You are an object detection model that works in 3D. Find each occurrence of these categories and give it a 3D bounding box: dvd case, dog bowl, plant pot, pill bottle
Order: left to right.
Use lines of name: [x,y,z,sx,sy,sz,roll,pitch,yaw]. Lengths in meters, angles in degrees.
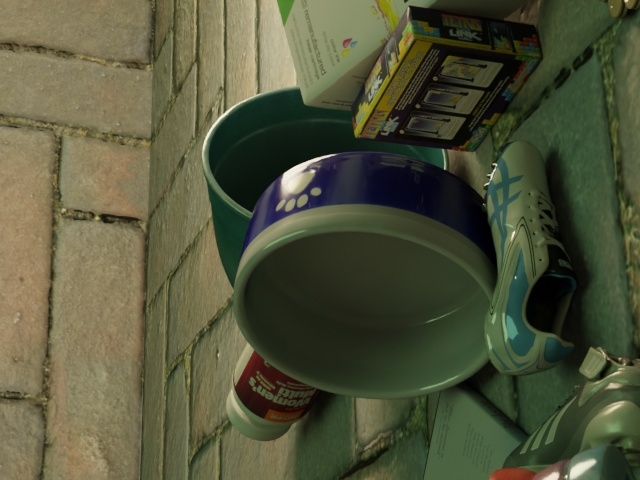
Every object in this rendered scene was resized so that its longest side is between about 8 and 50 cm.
pill bottle: [-0.052,0.178,1.858,0.221,0.121,0.121,117,153,-48]
plant pot: [0.000,0.000,1.572,0.272,0.271,0.255,-104,13,-47]
dog bowl: [0.050,0.039,1.345,0.265,0.265,0.104,117,167,-47]
dvd case: [0.158,0.257,1.345,0.253,0.022,0.180,-141,60,-69]

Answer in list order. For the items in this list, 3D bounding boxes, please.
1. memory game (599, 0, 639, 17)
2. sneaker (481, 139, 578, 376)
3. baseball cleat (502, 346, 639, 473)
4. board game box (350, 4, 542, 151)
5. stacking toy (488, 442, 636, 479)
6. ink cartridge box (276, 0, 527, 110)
memory game: [0.264,-0.285,1.173,0.186,0.012,0.186,179,90,-84]
sneaker: [0.198,0.011,1.246,0.086,0.085,0.237,-17,55,34]
baseball cleat: [0.222,0.153,1.139,0.206,0.072,0.109,-38,36,57]
board game box: [0.126,-0.163,1.402,0.170,0.141,0.048,123,149,-52]
stacking toy: [0.225,0.308,0.937,0.279,0.130,0.309,50,-150,-47]
ink cartridge box: [0.081,-0.290,1.449,0.278,0.117,0.201,-34,64,45]
